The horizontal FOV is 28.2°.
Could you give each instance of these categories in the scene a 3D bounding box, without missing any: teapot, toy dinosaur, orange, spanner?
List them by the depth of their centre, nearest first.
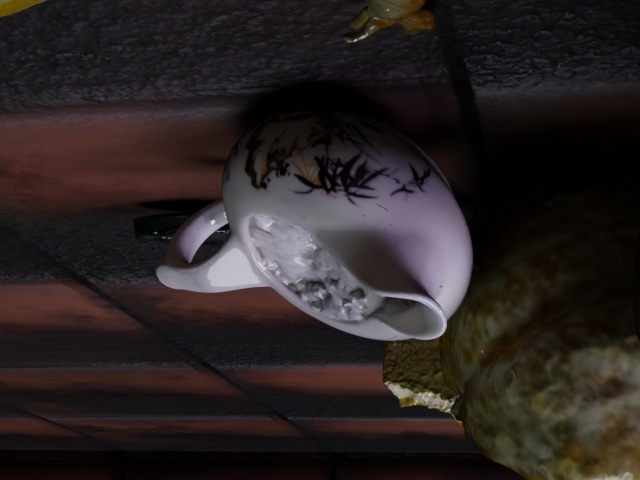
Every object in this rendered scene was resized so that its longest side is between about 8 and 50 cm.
[{"bbox_3d":[0.050,-0.158,0.731,0.126,0.039,0.162,1,161,-33],"label":"toy dinosaur"},{"bbox_3d":[0.000,0.000,0.987,0.299,0.166,0.208,-5,143,41],"label":"teapot"},{"bbox_3d":[0.232,0.051,1.031,0.270,0.210,0.369,-6,-168,0],"label":"orange"},{"bbox_3d":[-0.015,-0.012,1.197,0.324,0.040,0.096,-1,163,4],"label":"spanner"}]

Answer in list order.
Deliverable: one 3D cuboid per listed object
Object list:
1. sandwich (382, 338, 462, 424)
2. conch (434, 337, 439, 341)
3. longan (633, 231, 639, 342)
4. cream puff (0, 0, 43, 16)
[{"bbox_3d":[0.161,0.122,1.410,0.193,0.162,0.058,-10,156,33],"label":"sandwich"},{"bbox_3d":[0.070,0.032,1.141,0.086,0.080,0.233,-9,148,15],"label":"conch"},{"bbox_3d":[0.389,0.025,0.687,0.404,0.404,0.436,16,158,-37],"label":"longan"},{"bbox_3d":[-0.140,-0.173,0.539,0.156,0.156,0.121,13,174,-32],"label":"cream puff"}]
